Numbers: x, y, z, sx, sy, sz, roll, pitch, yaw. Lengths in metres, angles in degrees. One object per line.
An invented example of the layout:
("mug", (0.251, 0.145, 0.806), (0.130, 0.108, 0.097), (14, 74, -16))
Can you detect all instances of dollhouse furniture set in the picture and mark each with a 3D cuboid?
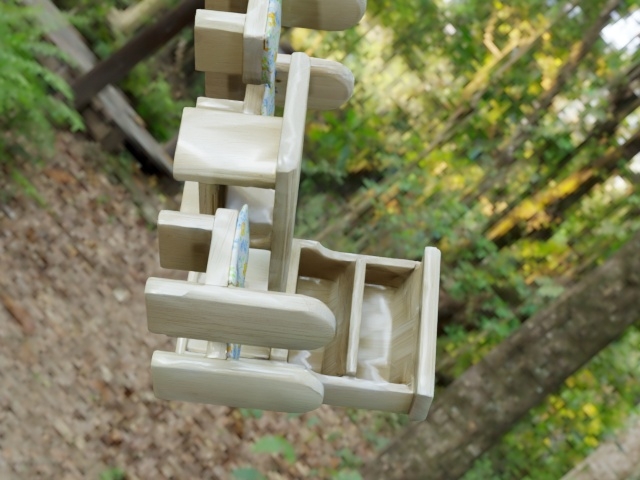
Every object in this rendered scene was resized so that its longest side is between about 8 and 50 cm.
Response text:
("dollhouse furniture set", (0.000, 0.000, 0.720), (0.242, 0.161, 0.212), (98, -1, -59))
